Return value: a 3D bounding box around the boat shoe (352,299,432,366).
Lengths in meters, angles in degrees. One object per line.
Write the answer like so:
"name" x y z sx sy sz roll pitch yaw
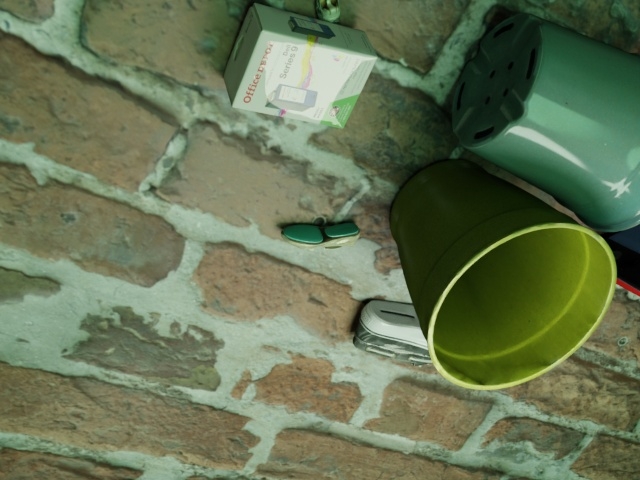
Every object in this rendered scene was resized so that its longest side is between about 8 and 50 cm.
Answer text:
"boat shoe" 0.224 0.220 1.898 0.335 0.121 0.119 17 124 -19

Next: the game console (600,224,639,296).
"game console" 0.785 -0.005 1.810 0.386 0.342 0.060 -26 104 -3

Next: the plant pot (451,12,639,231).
"plant pot" 0.442 -0.226 1.535 0.334 0.341 0.341 19 115 -23

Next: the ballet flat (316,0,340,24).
"ballet flat" 0.013 -0.396 1.405 0.041 0.041 0.114 -19 129 -9

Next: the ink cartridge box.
"ink cartridge box" -0.036 -0.287 1.418 0.212 0.093 0.154 9 130 -25

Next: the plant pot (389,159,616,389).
"plant pot" 0.305 0.028 1.624 0.366 0.353 0.367 -10 127 -14

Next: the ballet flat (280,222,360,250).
"ballet flat" 0.000 0.000 1.675 0.168 0.057 0.052 -3 134 -20
